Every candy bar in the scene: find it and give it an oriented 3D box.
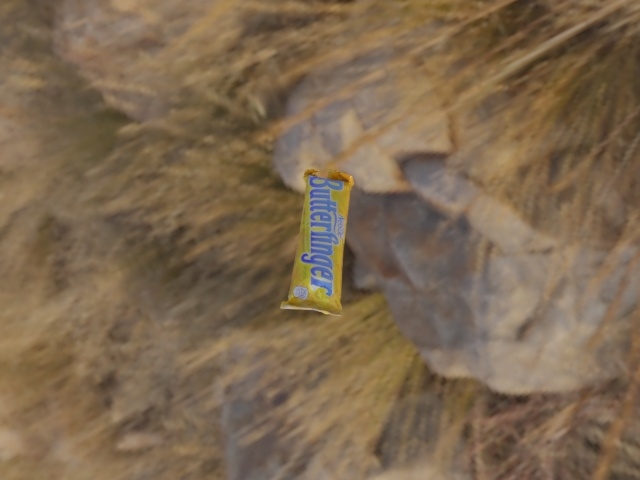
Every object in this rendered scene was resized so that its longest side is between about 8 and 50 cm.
[{"bbox_3d":[0.000,0.000,0.999,0.040,0.161,0.018,5,128,2],"label":"candy bar"}]
